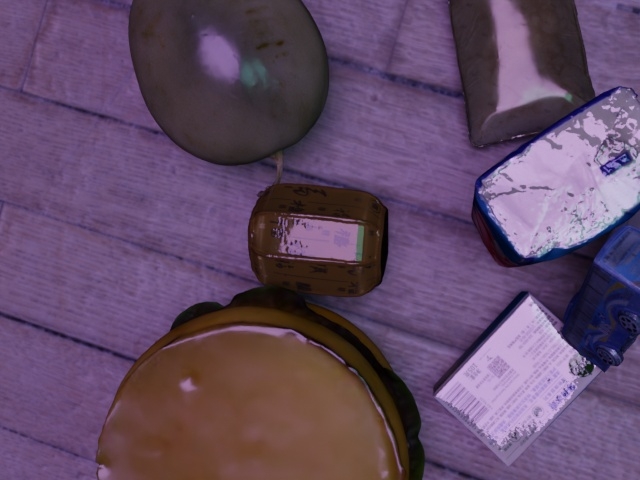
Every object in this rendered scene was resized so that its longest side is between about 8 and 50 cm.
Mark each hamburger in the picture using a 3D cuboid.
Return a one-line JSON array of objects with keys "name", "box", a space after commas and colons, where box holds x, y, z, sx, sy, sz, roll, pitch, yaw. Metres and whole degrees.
[{"name": "hamburger", "box": [-0.080, 0.257, 0.948, 0.395, 0.277, 0.396, 0, 90, 6]}]

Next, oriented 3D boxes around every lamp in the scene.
[{"name": "lamp", "box": [0.000, 0.000, 1.007, 0.185, 0.161, 0.161, 3, 89, 8]}]

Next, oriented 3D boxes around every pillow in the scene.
[{"name": "pillow", "box": [0.274, -0.291, 1.007, 0.184, 0.075, 0.303, -10, 88, 7]}]

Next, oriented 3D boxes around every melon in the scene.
[{"name": "melon", "box": [-0.125, -0.240, 0.980, 0.308, 0.272, 0.272, 41, 95, 1]}]

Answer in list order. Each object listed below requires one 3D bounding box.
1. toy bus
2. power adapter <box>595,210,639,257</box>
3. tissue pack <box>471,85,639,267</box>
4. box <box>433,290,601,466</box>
[{"name": "toy bus", "box": [0.349, 0.073, 0.851, 0.079, 0.236, 0.094, -38, 64, -13]}, {"name": "power adapter", "box": [0.493, -0.033, 0.921, 0.187, 0.124, 0.255, 26, 93, -19]}, {"name": "tissue pack", "box": [0.298, -0.060, 0.898, 0.209, 0.269, 0.137, -36, 81, 5]}, {"name": "box", "box": [0.269, 0.186, 0.997, 0.139, 0.073, 0.194, 43, 95, 7]}]
